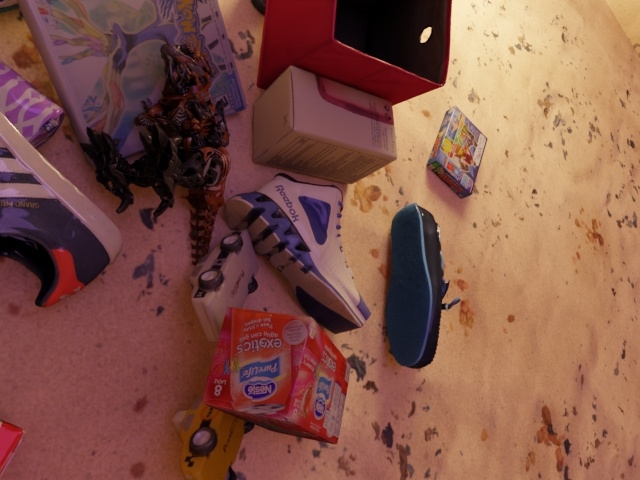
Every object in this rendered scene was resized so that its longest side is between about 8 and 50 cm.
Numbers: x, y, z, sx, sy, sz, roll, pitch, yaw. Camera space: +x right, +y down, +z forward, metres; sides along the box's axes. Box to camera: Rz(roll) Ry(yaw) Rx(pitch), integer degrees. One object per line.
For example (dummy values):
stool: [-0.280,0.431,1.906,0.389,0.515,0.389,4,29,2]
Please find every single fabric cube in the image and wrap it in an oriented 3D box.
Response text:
fabric cube: [0.061,-0.402,0.928,0.258,0.258,0.255,9,82,-33]

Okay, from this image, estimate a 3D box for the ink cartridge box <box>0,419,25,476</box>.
ink cartridge box: [-0.402,0.208,0.516,0.231,0.134,0.078,35,58,-23]

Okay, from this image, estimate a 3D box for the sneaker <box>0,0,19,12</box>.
sneaker: [-0.383,-0.400,0.733,0.107,0.110,0.275,46,65,3]

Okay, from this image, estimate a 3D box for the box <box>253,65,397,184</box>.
box: [0.007,-0.205,0.926,0.232,0.148,0.127,9,71,-34]

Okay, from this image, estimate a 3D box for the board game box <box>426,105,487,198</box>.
board game box: [0.348,-0.224,1.246,0.136,0.035,0.201,38,58,-20]

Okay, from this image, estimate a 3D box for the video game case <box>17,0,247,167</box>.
video game case: [-0.272,-0.317,0.747,0.300,0.036,0.329,-35,123,-37]

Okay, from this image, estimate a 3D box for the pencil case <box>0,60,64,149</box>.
pencil case: [-0.442,-0.198,0.645,0.206,0.086,0.088,40,69,-17]

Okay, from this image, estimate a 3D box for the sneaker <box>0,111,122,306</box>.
sneaker: [-0.415,-0.060,0.590,0.350,0.131,0.148,45,51,-17]

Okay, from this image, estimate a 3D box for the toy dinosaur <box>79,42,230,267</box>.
toy dinosaur: [-0.198,-0.124,0.743,0.218,0.164,0.322,-28,96,-58]

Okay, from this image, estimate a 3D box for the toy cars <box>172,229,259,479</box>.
toy cars: [-0.159,0.166,0.725,0.176,0.087,0.394,48,39,-68]

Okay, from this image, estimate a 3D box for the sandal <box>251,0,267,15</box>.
sandal: [-0.059,-0.557,1.055,0.097,0.054,0.254,47,64,-6]

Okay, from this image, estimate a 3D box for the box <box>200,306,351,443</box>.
box: [-0.047,0.199,0.700,0.257,0.122,0.128,61,37,-59]

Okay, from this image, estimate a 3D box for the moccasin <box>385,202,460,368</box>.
moccasin: [0.216,0.087,0.996,0.116,0.137,0.342,23,65,-33]

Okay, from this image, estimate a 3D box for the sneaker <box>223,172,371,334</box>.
sneaker: [-0.001,-0.001,0.871,0.316,0.127,0.182,50,56,-11]
